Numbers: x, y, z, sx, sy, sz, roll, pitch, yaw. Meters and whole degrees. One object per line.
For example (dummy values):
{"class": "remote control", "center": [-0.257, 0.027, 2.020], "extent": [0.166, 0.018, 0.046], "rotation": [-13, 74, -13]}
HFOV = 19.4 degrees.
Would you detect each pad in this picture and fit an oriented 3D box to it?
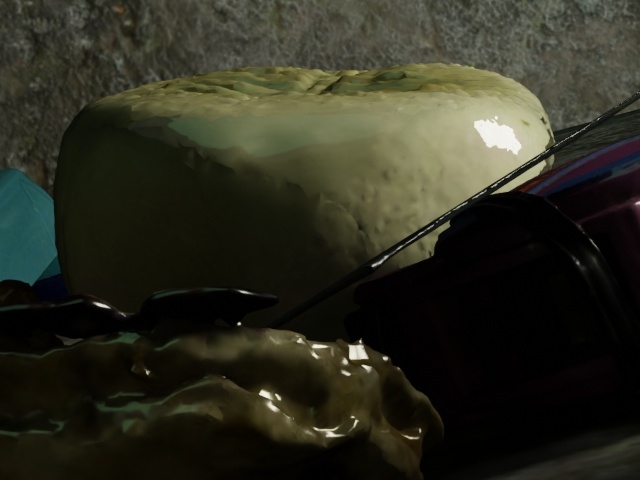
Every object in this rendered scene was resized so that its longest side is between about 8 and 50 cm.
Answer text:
{"class": "pad", "center": [-0.021, 0.027, 0.508], "extent": [0.243, 0.004, 0.163], "rotation": [-33, -2, 42]}

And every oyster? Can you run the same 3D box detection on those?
{"class": "oyster", "center": [-0.138, 0.086, 0.417], "extent": [0.345, 0.078, 0.128], "rotation": [-16, -17, 10]}

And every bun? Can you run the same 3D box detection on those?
{"class": "bun", "center": [0.000, 0.000, 0.701], "extent": [0.193, 0.128, 0.178], "rotation": [0, 10, 27]}

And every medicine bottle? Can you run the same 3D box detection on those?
{"class": "medicine bottle", "center": [-0.237, 0.037, 1.276], "extent": [0.079, 0.124, 0.258], "rotation": [-9, 17, 15]}

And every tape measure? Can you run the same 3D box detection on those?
{"class": "tape measure", "center": [0.086, 0.011, 0.570], "extent": [0.118, 0.074, 0.125], "rotation": [-24, 3, -32]}

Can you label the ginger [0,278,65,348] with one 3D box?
{"class": "ginger", "center": [-0.145, 0.059, 0.733], "extent": [0.103, 0.073, 0.162], "rotation": [-13, 3, 13]}
